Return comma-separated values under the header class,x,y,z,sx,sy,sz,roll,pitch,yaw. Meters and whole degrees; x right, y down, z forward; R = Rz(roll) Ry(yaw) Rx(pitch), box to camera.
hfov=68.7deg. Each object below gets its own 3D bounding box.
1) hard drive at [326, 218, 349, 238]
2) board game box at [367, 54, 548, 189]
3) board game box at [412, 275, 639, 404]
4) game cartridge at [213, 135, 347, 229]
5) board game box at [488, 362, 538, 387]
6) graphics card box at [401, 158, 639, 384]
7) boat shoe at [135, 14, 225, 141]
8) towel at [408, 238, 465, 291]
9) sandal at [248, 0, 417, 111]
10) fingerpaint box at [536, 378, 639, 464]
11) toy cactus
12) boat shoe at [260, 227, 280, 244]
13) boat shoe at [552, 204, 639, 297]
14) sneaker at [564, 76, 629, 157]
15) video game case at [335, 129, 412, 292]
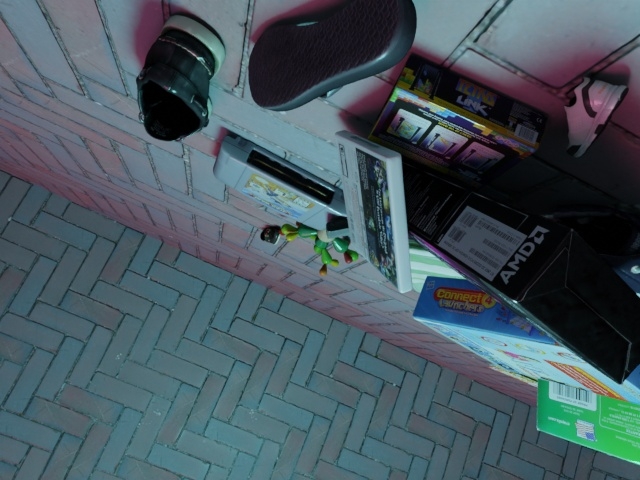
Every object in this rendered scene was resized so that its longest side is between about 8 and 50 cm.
class,x,y,z,sx,sy,sz,roll,pitch,yaw
hard drive,0.059,-0.029,1.007,0.094,0.022,0.135,-11,174,0
board game box,0.157,-0.136,0.573,0.170,0.048,0.141,24,167,-3
board game box,0.374,0.169,0.802,0.308,0.086,0.302,31,163,-31
game cartridge,-0.085,-0.111,1.004,0.297,0.062,0.198,26,161,-12
board game box,0.602,0.333,1.349,0.194,0.146,0.045,23,165,3
graphics card box,0.222,0.013,0.629,0.233,0.094,0.371,34,-175,-29
boat shoe,-0.237,-0.215,0.746,0.127,0.113,0.340,29,164,-22
towel,0.270,0.077,1.161,0.248,0.038,0.325,7,158,43
sandal,0.002,-0.197,0.522,0.055,0.097,0.255,0,-175,-43
fingerpaint box,0.716,0.325,0.877,0.371,0.163,0.445,4,177,-33
toy cactus,0.000,0.000,1.201,0.219,0.112,0.180,32,155,0
boat shoe,-0.153,-0.015,1.433,0.042,0.048,0.133,20,171,-20
boat shoe,0.451,0.046,0.594,0.341,0.127,0.158,15,165,43
sneaker,0.270,-0.126,0.478,0.044,0.040,0.109,35,167,22
video game case,0.073,-0.046,0.654,0.173,0.022,0.190,-131,28,-61
